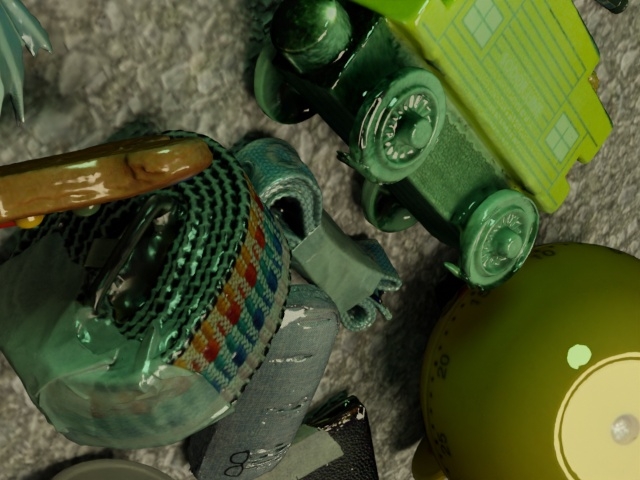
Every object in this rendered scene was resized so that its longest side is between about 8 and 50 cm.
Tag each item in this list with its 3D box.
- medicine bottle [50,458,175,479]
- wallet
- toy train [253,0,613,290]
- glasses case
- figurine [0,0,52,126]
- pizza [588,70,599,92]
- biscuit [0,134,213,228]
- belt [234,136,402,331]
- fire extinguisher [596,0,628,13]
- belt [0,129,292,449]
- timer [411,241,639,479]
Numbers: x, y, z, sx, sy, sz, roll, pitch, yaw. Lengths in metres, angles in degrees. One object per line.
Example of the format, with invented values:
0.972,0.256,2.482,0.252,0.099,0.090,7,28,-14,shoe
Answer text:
-0.218,0.363,1.337,0.165,0.165,0.273,-12,130,-41,medicine bottle
-0.030,0.321,1.597,0.221,0.071,0.262,-27,134,-22,wallet
0.121,-0.141,1.273,0.272,0.179,0.442,-55,143,-5,toy train
-0.061,0.150,1.378,0.109,0.067,0.282,-4,137,-29,glasses case
-0.198,-0.226,0.794,0.388,0.248,0.277,-55,140,1,figurine
0.274,-0.151,1.531,0.099,0.036,0.160,-1,121,-47,pizza
-0.245,-0.024,0.949,0.324,0.205,0.049,-11,99,-18,biscuit
0.000,0.000,1.336,0.087,0.072,0.302,-44,144,0,belt
0.302,-0.271,1.471,0.083,0.025,0.038,15,72,-52,fire extinguisher
-0.144,0.043,1.108,0.257,0.207,0.150,-59,146,-19,belt
0.265,0.165,1.584,0.376,0.387,0.376,-2,97,-13,timer
